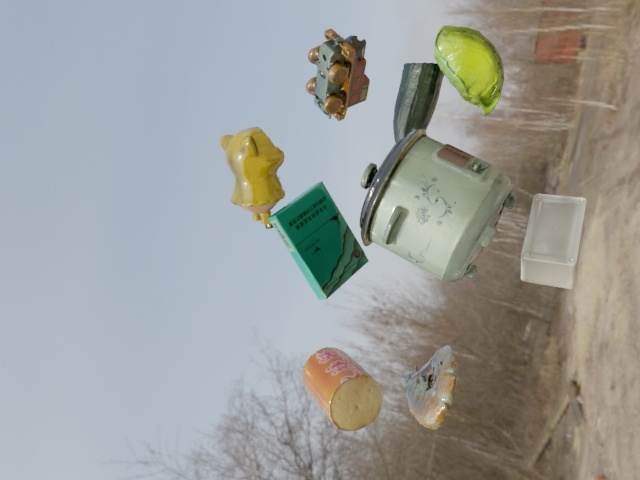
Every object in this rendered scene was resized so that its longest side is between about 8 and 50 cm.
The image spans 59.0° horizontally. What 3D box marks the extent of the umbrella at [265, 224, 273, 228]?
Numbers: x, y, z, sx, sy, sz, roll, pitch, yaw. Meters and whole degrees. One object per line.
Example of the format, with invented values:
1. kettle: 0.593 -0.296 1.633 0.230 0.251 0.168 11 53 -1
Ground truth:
1. umbrella: -0.165 -0.074 2.204 0.037 0.040 0.144 56 -148 5

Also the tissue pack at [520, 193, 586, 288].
1. tissue pack: 0.706 -0.002 1.711 0.246 0.159 0.136 -66 -29 -27

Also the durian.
1. durian: 0.387 -0.447 1.444 0.139 0.250 0.101 -41 17 24

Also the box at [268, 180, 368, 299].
1. box: 0.000 0.000 1.308 0.161 0.042 0.226 -39 -75 -30

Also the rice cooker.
1. rice cooker: 0.219 -0.074 1.147 0.317 0.316 0.264 -56 -15 -48

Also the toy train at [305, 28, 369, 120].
1. toy train: 0.078 -0.626 2.176 0.231 0.163 0.369 -27 -30 -24

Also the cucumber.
1. cucumber: 0.260 -0.361 1.526 0.063 0.115 0.244 -71 -9 -74

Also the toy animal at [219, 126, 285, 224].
1. toy animal: -0.157 -0.148 1.339 0.156 0.155 0.230 -50 -48 -54

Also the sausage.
1. sausage: 0.083 0.577 2.227 0.287 0.232 0.233 -147 60 -62

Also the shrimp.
1. shrimp: 0.233 0.295 1.206 0.164 0.062 0.317 -63 1 -2
